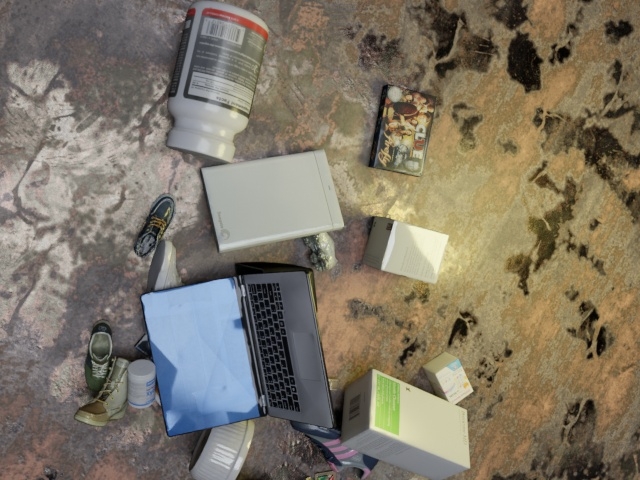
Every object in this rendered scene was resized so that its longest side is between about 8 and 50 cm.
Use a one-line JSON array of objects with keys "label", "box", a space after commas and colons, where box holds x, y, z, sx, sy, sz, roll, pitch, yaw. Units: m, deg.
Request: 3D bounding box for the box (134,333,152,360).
[{"label": "box", "box": [-0.450, 0.286, 1.706, 0.083, 0.018, 0.067, 43, 82, -17]}]

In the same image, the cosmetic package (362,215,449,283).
[{"label": "cosmetic package", "box": [0.246, 0.026, 1.843, 0.183, 0.151, 0.151, 14, 91, -18]}]

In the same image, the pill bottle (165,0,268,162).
[{"label": "pill bottle", "box": [-0.270, -0.394, 1.597, 0.210, 0.210, 0.363, 13, 92, -19]}]

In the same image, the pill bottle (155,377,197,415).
[{"label": "pill bottle", "box": [-0.339, 0.367, 1.699, 0.216, 0.121, 0.121, -45, 107, -10]}]

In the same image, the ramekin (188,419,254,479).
[{"label": "ramekin", "box": [-0.272, 0.566, 1.702, 0.109, 0.207, 0.207, 26, 87, -10]}]

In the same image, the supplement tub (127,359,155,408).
[{"label": "supplement tub", "box": [-0.454, 0.365, 1.597, 0.071, 0.071, 0.107, -1, 119, -18]}]

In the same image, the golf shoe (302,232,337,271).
[{"label": "golf shoe", "box": [0.000, 0.000, 1.816, 0.086, 0.069, 0.176, -17, 93, -50]}]

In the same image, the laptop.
[{"label": "laptop", "box": [-0.208, 0.288, 1.540, 0.236, 0.408, 0.382, -14, 95, -42]}]

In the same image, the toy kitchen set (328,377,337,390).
[{"label": "toy kitchen set", "box": [0.012, 0.446, 1.847, 0.083, 0.075, 0.068, 6, 95, -15]}]

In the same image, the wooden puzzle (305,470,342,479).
[{"label": "wooden puzzle", "box": [0.015, 0.738, 1.911, 0.116, 0.014, 0.078, -10, 99, -18]}]

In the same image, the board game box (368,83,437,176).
[{"label": "board game box", "box": [0.244, -0.322, 1.863, 0.165, 0.042, 0.243, 9, 93, -19]}]

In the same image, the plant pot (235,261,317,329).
[{"label": "plant pot", "box": [-0.114, 0.146, 1.729, 0.167, 0.187, 0.188, -12, 99, -30]}]

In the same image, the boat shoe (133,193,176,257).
[{"label": "boat shoe", "box": [-0.428, -0.036, 1.646, 0.065, 0.083, 0.183, 27, 87, -19]}]

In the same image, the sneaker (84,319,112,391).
[{"label": "sneaker", "box": [-0.576, 0.308, 1.630, 0.064, 0.086, 0.192, 6, 94, -19]}]

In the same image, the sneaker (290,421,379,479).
[{"label": "sneaker", "box": [0.037, 0.611, 1.854, 0.319, 0.112, 0.131, 27, 84, -18]}]

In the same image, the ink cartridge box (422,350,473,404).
[{"label": "ink cartridge box", "box": [0.402, 0.440, 1.969, 0.092, 0.090, 0.143, -31, 104, -13]}]

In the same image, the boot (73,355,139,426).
[{"label": "boot", "box": [-0.534, 0.378, 1.597, 0.077, 0.213, 0.165, 21, 87, 10]}]

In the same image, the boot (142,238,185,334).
[{"label": "boot", "box": [-0.392, 0.130, 1.684, 0.123, 0.095, 0.258, 9, 95, -32]}]

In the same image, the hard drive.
[{"label": "hard drive", "box": [-0.131, -0.112, 1.725, 0.353, 0.047, 0.233, -11, 81, -17]}]

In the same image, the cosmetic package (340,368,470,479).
[{"label": "cosmetic package", "box": [0.251, 0.548, 1.852, 0.365, 0.155, 0.197, 25, 46, -21]}]
